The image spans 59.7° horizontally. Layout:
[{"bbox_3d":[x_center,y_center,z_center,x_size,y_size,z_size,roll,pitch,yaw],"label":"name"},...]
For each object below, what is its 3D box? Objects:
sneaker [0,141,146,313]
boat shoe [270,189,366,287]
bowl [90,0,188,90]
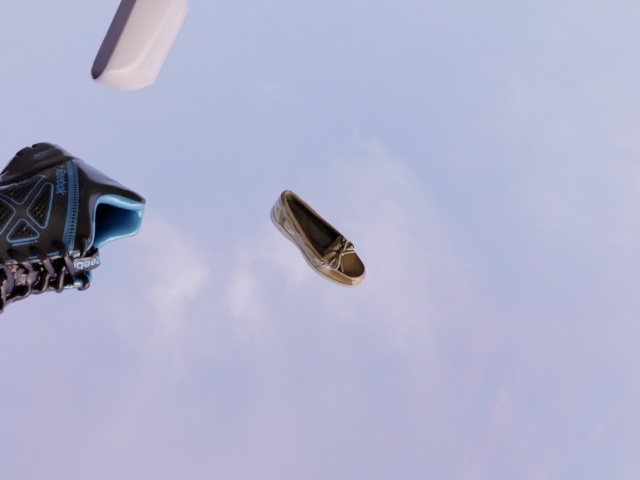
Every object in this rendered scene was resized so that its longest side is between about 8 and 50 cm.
[{"bbox_3d":[-0.293,0.006,0.526,0.139,0.125,0.341,23,-146,1],"label":"sneaker"},{"bbox_3d":[0.001,-0.002,0.714,0.153,0.048,0.056,46,-120,3],"label":"boat shoe"},{"bbox_3d":[-0.191,-0.223,0.593,0.053,0.142,0.142,24,-172,-33],"label":"bowl"}]
